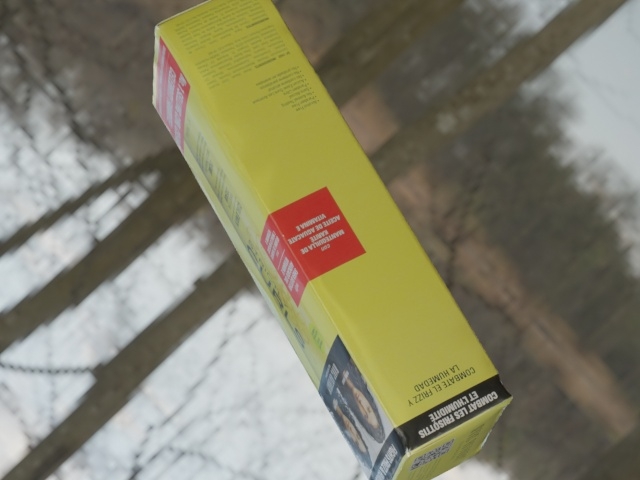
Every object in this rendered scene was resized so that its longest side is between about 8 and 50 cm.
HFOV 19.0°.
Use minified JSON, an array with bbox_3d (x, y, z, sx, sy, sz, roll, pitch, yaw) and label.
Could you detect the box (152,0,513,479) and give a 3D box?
[{"bbox_3d":[0.000,0.000,0.877,0.232,0.058,0.087,60,164,16],"label":"box"}]
